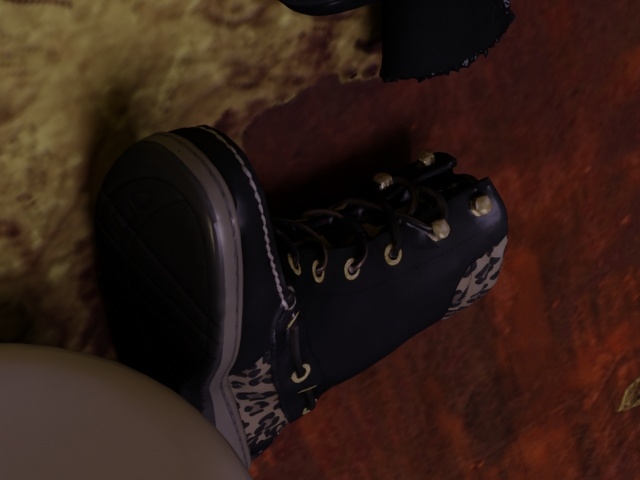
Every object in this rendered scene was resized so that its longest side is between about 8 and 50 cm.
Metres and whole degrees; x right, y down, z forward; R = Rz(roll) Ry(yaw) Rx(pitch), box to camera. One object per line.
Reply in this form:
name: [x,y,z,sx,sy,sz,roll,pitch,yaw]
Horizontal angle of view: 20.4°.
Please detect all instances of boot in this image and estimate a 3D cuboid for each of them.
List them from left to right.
boot: [-0.001,-0.001,0.783,0.179,0.085,0.236,-33,152,-21]
boot: [0.033,-0.104,0.744,0.121,0.045,0.099,-33,149,-18]

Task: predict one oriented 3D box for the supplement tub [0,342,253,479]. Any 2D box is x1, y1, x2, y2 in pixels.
supplement tub: [-0.123,0.218,0.757,0.228,0.228,0.316,-30,145,-22]
